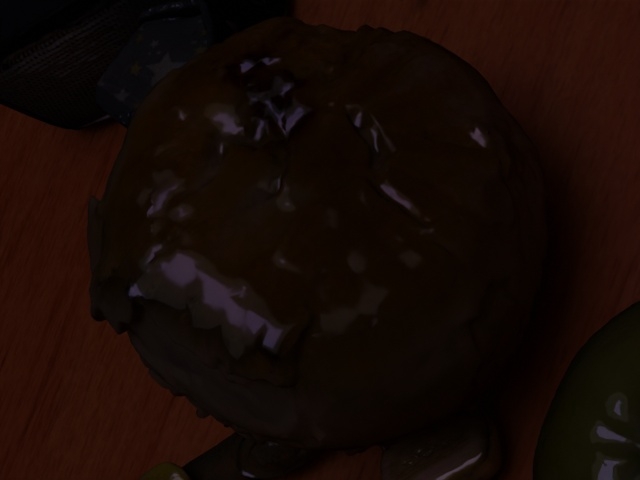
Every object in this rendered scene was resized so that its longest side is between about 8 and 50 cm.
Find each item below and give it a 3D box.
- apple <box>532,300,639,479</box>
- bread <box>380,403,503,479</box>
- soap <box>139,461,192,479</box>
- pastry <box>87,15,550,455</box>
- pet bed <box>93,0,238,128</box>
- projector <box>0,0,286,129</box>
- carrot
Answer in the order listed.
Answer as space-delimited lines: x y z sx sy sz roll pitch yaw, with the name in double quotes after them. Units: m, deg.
0.283 0.158 0.846 0.292 0.254 0.292 -19 63 42 "apple"
0.109 0.194 1.133 0.115 0.056 0.082 -37 38 15 "bread"
-0.136 0.304 1.294 0.089 0.033 0.169 -37 72 38 "soap"
0.000 0.000 1.138 0.409 0.245 0.410 -5 60 8 "pastry"
-0.104 -0.139 1.365 0.159 0.211 0.183 -54 44 -1 "pet bed"
-0.256 -0.385 1.587 0.405 0.242 0.395 -19 62 38 "projector"
-0.069 0.213 1.290 0.342 0.070 0.070 -34 53 31 "carrot"
